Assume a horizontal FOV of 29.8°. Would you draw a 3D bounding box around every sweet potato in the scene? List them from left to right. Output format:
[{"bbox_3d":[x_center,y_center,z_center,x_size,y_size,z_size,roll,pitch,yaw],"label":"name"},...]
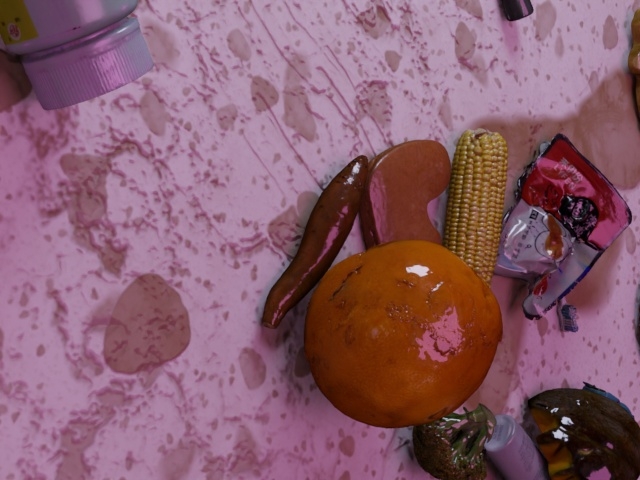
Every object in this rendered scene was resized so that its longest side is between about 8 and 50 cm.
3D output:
[{"bbox_3d":[0.001,0.000,1.488,0.057,0.057,0.264,43,63,-36],"label":"sweet potato"}]

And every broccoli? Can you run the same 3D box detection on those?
[{"bbox_3d":[0.182,0.270,1.623,0.131,0.120,0.130,50,19,8],"label":"broccoli"}]

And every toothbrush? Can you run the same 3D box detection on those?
[{"bbox_3d":[0.369,-0.004,1.877,0.030,0.030,0.303,-15,98,-44],"label":"toothbrush"}]

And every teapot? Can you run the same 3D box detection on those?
[{"bbox_3d":[0.279,-0.382,1.773,0.043,0.043,0.110,-38,114,-38],"label":"teapot"}]

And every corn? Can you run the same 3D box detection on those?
[{"bbox_3d":[0.215,-0.034,1.680,0.081,0.081,0.248,14,80,-44],"label":"corn"}]

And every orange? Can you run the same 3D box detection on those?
[{"bbox_3d":[0.096,0.113,1.455,0.240,0.240,0.240,0,90,-45],"label":"orange"}]

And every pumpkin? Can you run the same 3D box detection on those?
[{"bbox_3d":[0.420,0.338,1.785,0.130,0.149,0.254,-45,111,-80],"label":"pumpkin"}]

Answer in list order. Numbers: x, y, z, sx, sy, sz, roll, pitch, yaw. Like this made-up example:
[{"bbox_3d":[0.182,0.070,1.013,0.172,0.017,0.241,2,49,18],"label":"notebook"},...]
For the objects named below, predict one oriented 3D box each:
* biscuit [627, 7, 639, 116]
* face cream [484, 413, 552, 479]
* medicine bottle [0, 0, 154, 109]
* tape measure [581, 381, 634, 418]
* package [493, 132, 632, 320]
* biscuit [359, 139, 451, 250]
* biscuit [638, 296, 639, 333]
[{"bbox_3d":[0.581,-0.295,2.078,0.166,0.036,0.225,-24,109,-42],"label":"biscuit"},{"bbox_3d":[0.306,0.342,1.789,0.198,0.057,0.084,54,43,-32],"label":"face cream"},{"bbox_3d":[-0.259,-0.253,1.168,0.139,0.139,0.225,-37,115,-39],"label":"medicine bottle"},{"bbox_3d":[0.437,0.308,1.905,0.146,0.081,0.125,37,76,-36],"label":"tape measure"},{"bbox_3d":[0.352,-0.013,1.824,0.194,0.071,0.269,51,58,-22],"label":"package"},{"bbox_3d":[0.127,-0.037,1.625,0.186,0.036,0.192,-22,107,-44],"label":"biscuit"},{"bbox_3d":[0.611,0.116,2.112,0.228,0.031,0.176,-55,126,-32],"label":"biscuit"}]
